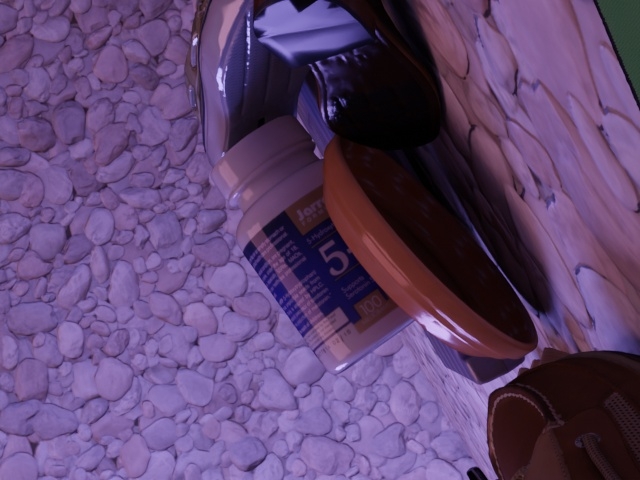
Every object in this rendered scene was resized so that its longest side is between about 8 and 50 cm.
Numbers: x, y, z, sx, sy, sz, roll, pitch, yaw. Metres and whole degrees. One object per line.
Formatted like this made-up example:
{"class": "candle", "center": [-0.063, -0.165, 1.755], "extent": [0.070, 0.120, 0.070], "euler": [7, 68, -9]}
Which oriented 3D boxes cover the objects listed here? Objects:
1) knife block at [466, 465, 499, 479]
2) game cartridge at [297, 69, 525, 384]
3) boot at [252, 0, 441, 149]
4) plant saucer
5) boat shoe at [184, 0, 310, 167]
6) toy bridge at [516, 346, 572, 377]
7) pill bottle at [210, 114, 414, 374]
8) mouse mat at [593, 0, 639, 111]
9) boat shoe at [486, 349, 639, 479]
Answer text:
{"class": "knife block", "center": [0.234, 0.258, 0.870], "extent": [0.276, 0.242, 0.088], "euler": [2, 140, 31]}
{"class": "game cartridge", "center": [0.061, -0.042, 1.019], "extent": [0.355, 0.068, 0.230], "euler": [60, -178, 1]}
{"class": "boot", "center": [0.024, -0.139, 0.706], "extent": [0.219, 0.082, 0.106], "euler": [43, -139, -61]}
{"class": "plant saucer", "center": [0.069, 0.008, 0.775], "extent": [0.200, 0.037, 0.200], "euler": [43, -164, -15]}
{"class": "boat shoe", "center": [-0.063, -0.150, 0.862], "extent": [0.094, 0.109, 0.302], "euler": [54, 154, 17]}
{"class": "toy bridge", "center": [0.156, 0.119, 0.816], "extent": [0.026, 0.063, 0.188], "euler": [17, 171, 8]}
{"class": "pill bottle", "center": [0.000, 0.000, 0.879], "extent": [0.186, 0.112, 0.112], "euler": [54, 177, 7]}
{"class": "mouse mat", "center": [0.119, -0.040, 0.290], "extent": [0.152, 0.007, 0.189], "euler": [61, 177, -19]}
{"class": "boat shoe", "center": [0.128, 0.133, 0.491], "extent": [0.324, 0.120, 0.122], "euler": [-140, 44, -75]}
